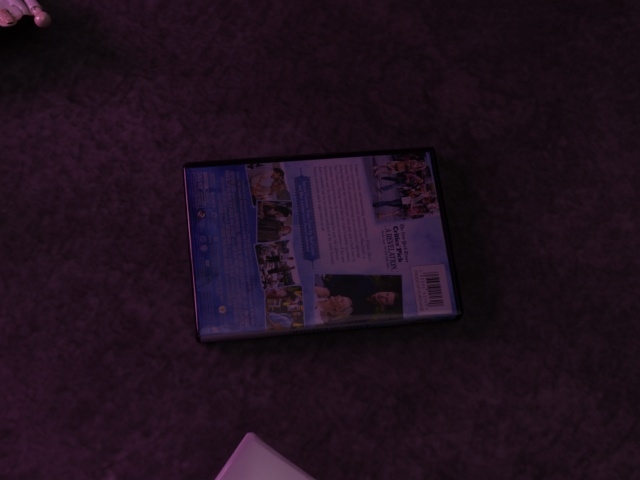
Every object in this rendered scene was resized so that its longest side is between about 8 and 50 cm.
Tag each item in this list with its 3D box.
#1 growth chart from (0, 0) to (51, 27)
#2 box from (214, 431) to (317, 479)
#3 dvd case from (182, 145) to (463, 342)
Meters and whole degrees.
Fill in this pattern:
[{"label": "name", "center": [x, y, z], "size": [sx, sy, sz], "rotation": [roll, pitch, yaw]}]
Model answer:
[{"label": "growth chart", "center": [-0.399, -0.231, 1.106], "size": [0.237, 0.021, 0.172], "rotation": [-18, 46, -16]}, {"label": "box", "center": [-0.069, 0.358, 0.854], "size": [0.215, 0.168, 0.345], "rotation": [34, 69, 8]}, {"label": "dvd case", "center": [0.000, 0.000, 1.084], "size": [0.253, 0.022, 0.180], "rotation": [-4, 68, -7]}]
